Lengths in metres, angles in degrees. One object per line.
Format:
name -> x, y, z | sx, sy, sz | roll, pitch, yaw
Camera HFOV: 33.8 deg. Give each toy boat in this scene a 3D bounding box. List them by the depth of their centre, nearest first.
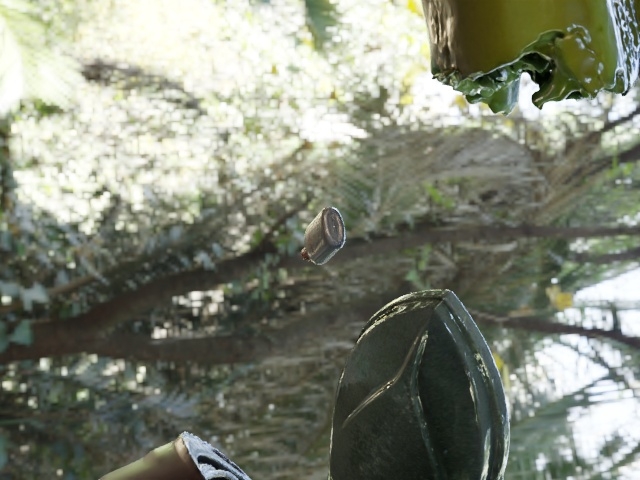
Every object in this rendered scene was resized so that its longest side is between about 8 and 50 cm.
toy boat -> 0.077, 0.147, 0.807 | 0.141, 0.092, 0.319 | 31, -36, 24

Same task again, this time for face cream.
face cream -> 0.000, 0.000, 0.947 | 0.083, 0.021, 0.040 | 135, -53, -65

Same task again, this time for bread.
bread -> 0.191, -0.312, 1.033 | 0.208, 0.251, 0.376 | -9, -86, 31

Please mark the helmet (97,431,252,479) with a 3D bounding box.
helmet -> -0.123, 0.348, 0.908 | 0.271, 0.197, 0.338 | 62, 7, -78
